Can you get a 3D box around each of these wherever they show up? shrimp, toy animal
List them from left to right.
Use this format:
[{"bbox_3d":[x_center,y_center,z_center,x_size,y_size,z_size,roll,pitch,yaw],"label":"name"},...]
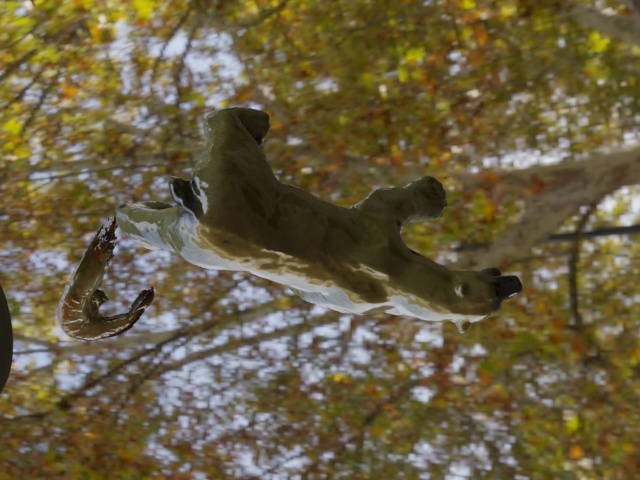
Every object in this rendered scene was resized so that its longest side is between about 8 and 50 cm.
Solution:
[{"bbox_3d":[-0.167,0.032,1.104,0.083,0.023,0.114,6,-66,-38],"label":"shrimp"},{"bbox_3d":[0.000,0.000,0.781,0.219,0.101,0.103,21,-77,-16],"label":"toy animal"}]

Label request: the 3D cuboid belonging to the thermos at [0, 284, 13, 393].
[{"bbox_3d":[-0.367,0.088,0.938,0.176,0.265,0.146,-6,-103,-67],"label":"thermos"}]
